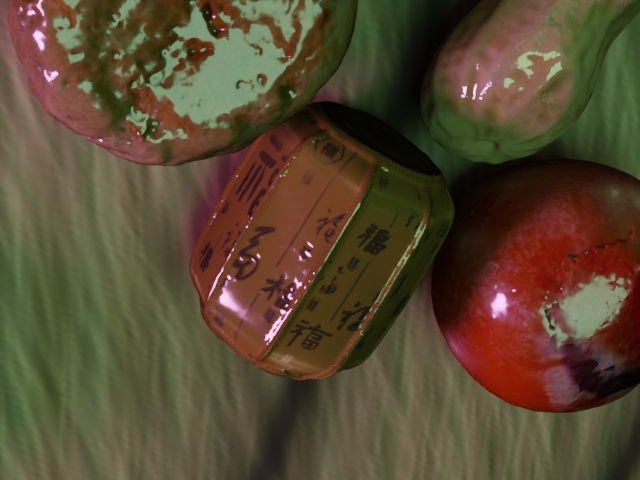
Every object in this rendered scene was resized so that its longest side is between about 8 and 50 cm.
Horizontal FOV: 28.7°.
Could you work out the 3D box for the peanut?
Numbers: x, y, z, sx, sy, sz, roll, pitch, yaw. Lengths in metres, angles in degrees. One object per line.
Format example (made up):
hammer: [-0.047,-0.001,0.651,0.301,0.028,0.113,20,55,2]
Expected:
peanut: [0.174,-0.164,0.919,0.124,0.123,0.256,28,106,-30]

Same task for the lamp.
lamp: [0.000,0.000,0.924,0.161,0.161,0.185,20,109,-28]

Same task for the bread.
bread: [-0.093,-0.164,0.819,0.230,0.123,0.230,-7,120,-11]

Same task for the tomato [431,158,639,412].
tomato: [0.194,0.039,0.995,0.208,0.184,0.208,-8,118,-16]
